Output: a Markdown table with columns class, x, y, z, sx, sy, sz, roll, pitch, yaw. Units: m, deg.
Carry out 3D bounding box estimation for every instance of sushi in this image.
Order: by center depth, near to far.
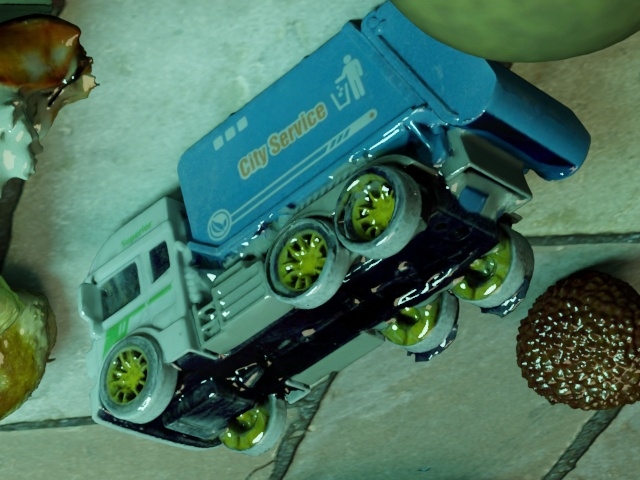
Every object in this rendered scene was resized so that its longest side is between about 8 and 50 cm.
| class | x | y | z | sx | sy | sz | roll | pitch | yaw |
| --- | --- | --- | --- | --- | --- | --- | --- | --- | --- |
| sushi | -0.222 | -0.051 | 0.841 | 0.226 | 0.103 | 0.097 | -6 | 145 | -5 |

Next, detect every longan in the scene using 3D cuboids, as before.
| class | x | y | z | sx | sy | sz | roll | pitch | yaw |
| --- | --- | --- | --- | --- | --- | --- | --- | --- | --- |
| longan | 0.109 | -0.185 | 0.876 | 0.212 | 0.198 | 0.198 | 16 | 136 | -36 |

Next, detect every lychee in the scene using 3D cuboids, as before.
| class | x | y | z | sx | sy | sz | roll | pitch | yaw |
| --- | --- | --- | --- | --- | --- | --- | --- | --- | --- |
| lychee | 0.227 | 0.086 | 1.404 | 0.129 | 0.123 | 0.123 | -29 | 147 | 32 |

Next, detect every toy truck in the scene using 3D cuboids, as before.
| class | x | y | z | sx | sy | sz | roll | pitch | yaw |
| --- | --- | --- | --- | --- | --- | --- | --- | --- | --- |
| toy truck | 0.000 | 0.000 | 1.113 | 0.367 | 0.175 | 0.146 | -35 | 142 | 25 |

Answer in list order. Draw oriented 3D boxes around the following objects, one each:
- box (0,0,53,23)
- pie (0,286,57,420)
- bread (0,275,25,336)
| class | x | y | z | sx | sy | sz | roll | pitch | yaw |
| --- | --- | --- | --- | --- | --- | --- | --- | --- | --- |
| box | -0.270 | -0.113 | 0.897 | 0.225 | 0.086 | 0.129 | -1 | 144 | -24 |
| pie | -0.284 | 0.086 | 1.208 | 0.193 | 0.079 | 0.163 | -19 | 136 | -4 |
| bread | -0.266 | 0.071 | 1.023 | 0.168 | 0.163 | 0.264 | -40 | 142 | -1 |
